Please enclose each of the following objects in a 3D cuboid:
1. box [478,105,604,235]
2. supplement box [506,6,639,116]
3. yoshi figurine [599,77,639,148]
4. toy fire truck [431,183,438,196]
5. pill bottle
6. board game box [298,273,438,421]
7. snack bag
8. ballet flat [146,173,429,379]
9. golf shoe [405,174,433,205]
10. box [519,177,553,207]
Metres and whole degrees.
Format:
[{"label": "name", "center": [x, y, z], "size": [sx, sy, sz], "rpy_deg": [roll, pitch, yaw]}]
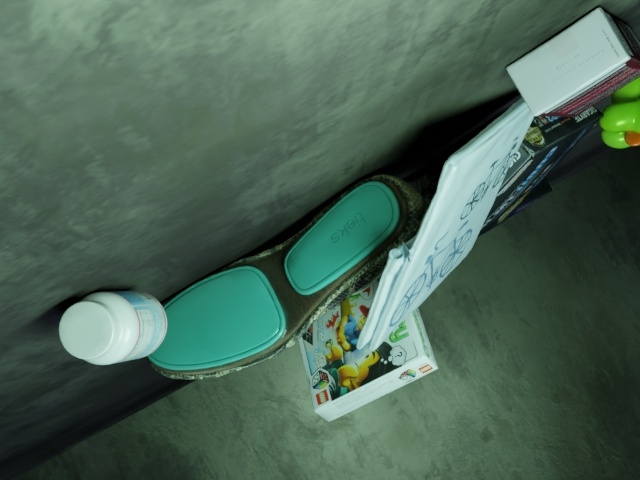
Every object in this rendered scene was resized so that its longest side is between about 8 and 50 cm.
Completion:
[{"label": "box", "center": [0.310, -0.104, 1.605], "size": [0.293, 0.073, 0.295], "rpy_deg": [-28, 161, -50]}, {"label": "supplement box", "center": [0.335, -0.218, 1.198], "size": [0.130, 0.073, 0.239], "rpy_deg": [-32, 171, 25]}, {"label": "yoshi figurine", "center": [0.658, -0.259, 1.629], "size": [0.362, 0.203, 0.203], "rpy_deg": [-10, -173, 13]}, {"label": "toy fire truck", "center": [0.235, -0.081, 1.807], "size": [0.192, 0.047, 0.135], "rpy_deg": [-34, 170, -24]}, {"label": "pill bottle", "center": [-0.250, 0.104, 1.142], "size": [0.087, 0.087, 0.160], "rpy_deg": [-30, 172, 7]}, {"label": "board game box", "center": [0.052, 0.109, 1.493], "size": [0.193, 0.305, 0.053], "rpy_deg": [-29, 138, 16]}, {"label": "snack bag", "center": [0.183, -0.037, 1.316], "size": [0.323, 0.037, 0.342], "rpy_deg": [-38, 155, -46]}, {"label": "ballet flat", "center": [-0.034, 0.076, 1.417], "size": [0.483, 0.164, 0.182], "rpy_deg": [-33, 154, 17]}, {"label": "golf shoe", "center": [0.153, -0.073, 1.626], "size": [0.086, 0.069, 0.176], "rpy_deg": [-13, 170, 10]}, {"label": "box", "center": [0.400, -0.087, 2.266], "size": [0.261, 0.103, 0.184], "rpy_deg": [-23, 174, -38]}]
